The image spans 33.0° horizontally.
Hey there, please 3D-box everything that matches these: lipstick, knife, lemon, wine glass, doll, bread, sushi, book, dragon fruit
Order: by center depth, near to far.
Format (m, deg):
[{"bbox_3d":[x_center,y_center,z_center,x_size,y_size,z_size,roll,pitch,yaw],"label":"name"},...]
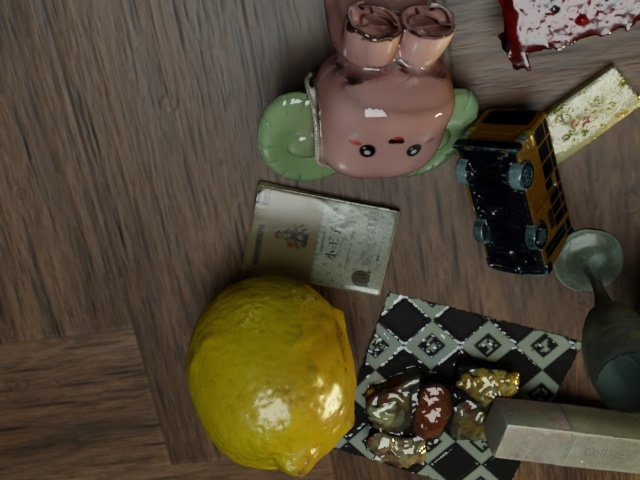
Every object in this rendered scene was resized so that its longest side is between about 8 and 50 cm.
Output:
[{"bbox_3d":[0.342,-0.379,1.236,0.343,0.100,0.282,-15,115,13],"label":"dragon fruit"},{"bbox_3d":[0.363,0.018,1.316,0.096,0.309,0.264,3,116,2],"label":"wine glass"},{"bbox_3d":[0.066,-0.183,1.324,0.284,0.216,0.268,-1,141,-16],"label":"doll"},{"bbox_3d":[0.333,-0.157,1.389,0.153,0.028,0.068,-36,107,17],"label":"bread"},{"bbox_3d":[-0.065,0.180,1.452,0.233,0.288,0.233,-15,157,-6],"label":"lemon"},{"bbox_3d":[0.000,0.000,1.492,0.198,0.016,0.138,11,116,-2],"label":"book"},{"bbox_3d":[0.395,0.284,1.545,0.317,0.068,0.066,9,121,-14],"label":"lipstick"},{"bbox_3d":[0.195,0.243,1.568,0.292,0.059,0.294,16,111,-5],"label":"sushi"},{"bbox_3d":[0.207,0.393,1.671,0.046,0.022,0.256,-30,111,12],"label":"knife"}]

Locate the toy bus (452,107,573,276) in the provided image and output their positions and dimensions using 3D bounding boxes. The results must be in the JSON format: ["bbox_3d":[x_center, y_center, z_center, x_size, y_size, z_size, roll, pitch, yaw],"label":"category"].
[{"bbox_3d":[0.250,-0.062,1.379,0.098,0.114,0.201,8,133,38],"label":"toy bus"}]

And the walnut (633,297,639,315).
[{"bbox_3d":[0.557,0.151,1.392,0.296,0.285,0.285,-1,119,32],"label":"walnut"}]
